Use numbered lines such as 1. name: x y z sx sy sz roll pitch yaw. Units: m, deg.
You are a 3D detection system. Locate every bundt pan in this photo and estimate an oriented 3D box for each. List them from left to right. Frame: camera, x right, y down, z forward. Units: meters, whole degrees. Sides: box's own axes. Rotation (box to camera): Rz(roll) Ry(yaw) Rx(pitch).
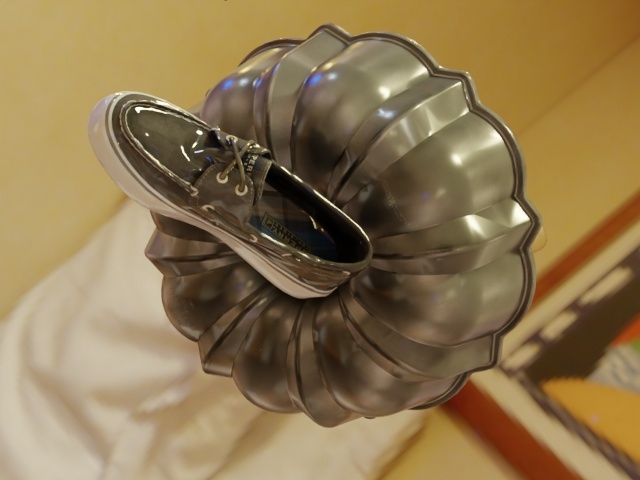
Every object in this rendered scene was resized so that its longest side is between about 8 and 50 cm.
1. bundt pan: 0.000 0.000 1.379 0.331 0.331 0.124 50 28 7

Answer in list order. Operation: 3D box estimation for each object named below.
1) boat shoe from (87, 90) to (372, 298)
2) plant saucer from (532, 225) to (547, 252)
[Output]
1. boat shoe: -0.055 -0.036 1.225 0.228 0.080 0.076 39 -38 -25
2. plant saucer: 0.155 -0.017 1.493 0.083 0.083 0.015 45 -50 40
